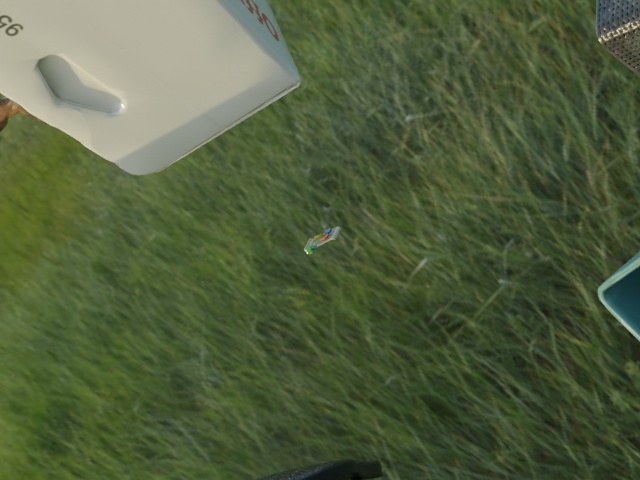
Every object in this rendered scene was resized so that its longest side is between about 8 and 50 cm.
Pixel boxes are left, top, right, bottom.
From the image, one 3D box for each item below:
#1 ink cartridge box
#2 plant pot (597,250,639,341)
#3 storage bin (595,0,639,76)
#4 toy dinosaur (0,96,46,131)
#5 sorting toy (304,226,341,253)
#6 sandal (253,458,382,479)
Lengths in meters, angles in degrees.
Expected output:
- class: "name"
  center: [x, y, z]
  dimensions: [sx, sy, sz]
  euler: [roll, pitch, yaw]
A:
- class: "ink cartridge box"
  center: [-0.199, -0.286, 0.694]
  dimensions: [0.166, 0.285, 0.394]
  euler: [-29, 64, 15]
- class: "plant pot"
  center: [0.283, -0.016, 0.379]
  dimensions: [0.234, 0.165, 0.165]
  euler: [-38, -11, -26]
- class: "storage bin"
  center: [0.413, -0.306, 1.095]
  dimensions: [0.084, 0.122, 0.180]
  euler: [-18, 54, 49]
- class: "toy dinosaur"
  center: [-0.408, -0.138, 0.929]
  dimensions: [0.200, 0.295, 0.127]
  euler: [-43, 52, -10]
- class: "sorting toy"
  center: [0.000, 0.000, 1.538]
  dimensions: [0.062, 0.012, 0.083]
  euler: [-22, 15, 20]
- class: "sandal"
  center: [0.002, 0.165, 0.566]
  dimensions: [0.067, 0.179, 0.040]
  euler: [-16, 73, 17]
